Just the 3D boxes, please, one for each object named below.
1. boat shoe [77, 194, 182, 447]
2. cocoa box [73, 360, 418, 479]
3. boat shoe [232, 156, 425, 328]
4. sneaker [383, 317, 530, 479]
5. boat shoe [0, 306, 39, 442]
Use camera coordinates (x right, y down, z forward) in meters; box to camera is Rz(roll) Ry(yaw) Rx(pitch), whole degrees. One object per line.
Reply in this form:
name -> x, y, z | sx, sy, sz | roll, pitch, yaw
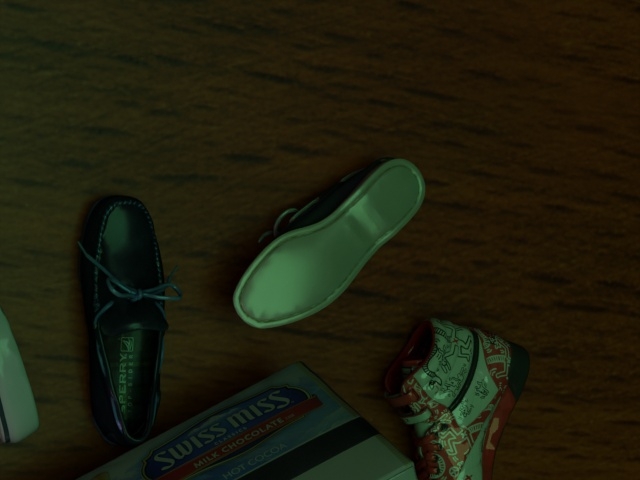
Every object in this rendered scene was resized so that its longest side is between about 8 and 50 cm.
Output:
boat shoe -> -0.185, 0.083, 1.778 | 0.109, 0.089, 0.258 | -10, 98, -23
cocoa box -> -0.086, 0.326, 1.737 | 0.347, 0.228, 0.231 | -27, 126, -19
boat shoe -> 0.000, 0.000, 1.859 | 0.254, 0.079, 0.095 | -45, 107, -17
sneaker -> 0.124, 0.220, 1.927 | 0.145, 0.090, 0.270 | 22, 82, -23
boat shoe -> -0.406, 0.050, 1.656 | 0.156, 0.136, 0.367 | -28, 102, -19
